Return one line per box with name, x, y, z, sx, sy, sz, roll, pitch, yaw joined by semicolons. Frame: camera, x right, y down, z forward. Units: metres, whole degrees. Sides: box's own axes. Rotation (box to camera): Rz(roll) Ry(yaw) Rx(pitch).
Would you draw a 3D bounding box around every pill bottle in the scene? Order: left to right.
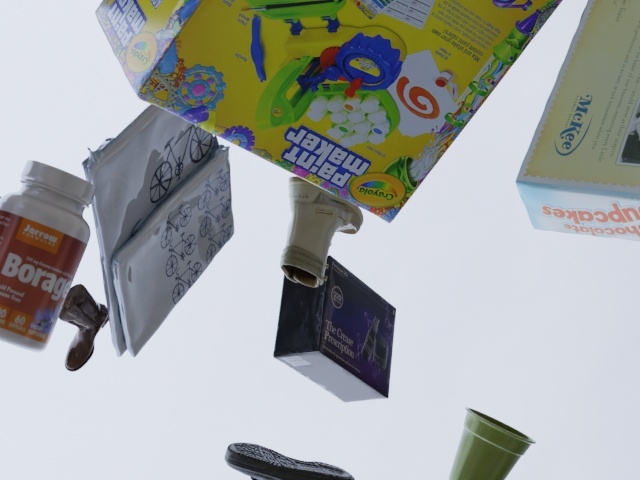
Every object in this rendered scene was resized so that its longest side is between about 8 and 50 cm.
pill bottle;-0.354;0.018;1.609;0.121;0.121;0.216;32;-103;-59

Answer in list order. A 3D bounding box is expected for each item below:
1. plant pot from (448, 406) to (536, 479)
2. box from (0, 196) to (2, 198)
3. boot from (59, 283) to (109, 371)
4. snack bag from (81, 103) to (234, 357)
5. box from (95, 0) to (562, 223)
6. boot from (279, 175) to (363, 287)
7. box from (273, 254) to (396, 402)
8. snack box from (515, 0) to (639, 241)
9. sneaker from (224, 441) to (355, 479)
plant pot;0.177;0.232;1.415;0.083;0.083;0.079;25;-90;-60
box;-0.471;0.048;1.777;0.207;0.153;0.108;-41;-44;-21
boot;-0.333;0.118;1.788;0.106;0.037;0.114;-64;-17;-12
snack bag;-0.215;-0.054;1.867;0.323;0.037;0.342;-52;-32;-46
box;0.009;-0.213;1.165;0.290;0.177;0.279;26;-71;-35
boot;0.000;0.000;2.194;0.213;0.077;0.165;34;-121;-58
box;0.031;0.162;2.373;0.261;0.103;0.184;39;-132;-51
snack box;0.278;-0.140;0.929;0.322;0.187;0.060;-64;-36;-27
sneaker;-0.029;0.267;1.348;0.170;0.051;0.089;17;-81;-21
